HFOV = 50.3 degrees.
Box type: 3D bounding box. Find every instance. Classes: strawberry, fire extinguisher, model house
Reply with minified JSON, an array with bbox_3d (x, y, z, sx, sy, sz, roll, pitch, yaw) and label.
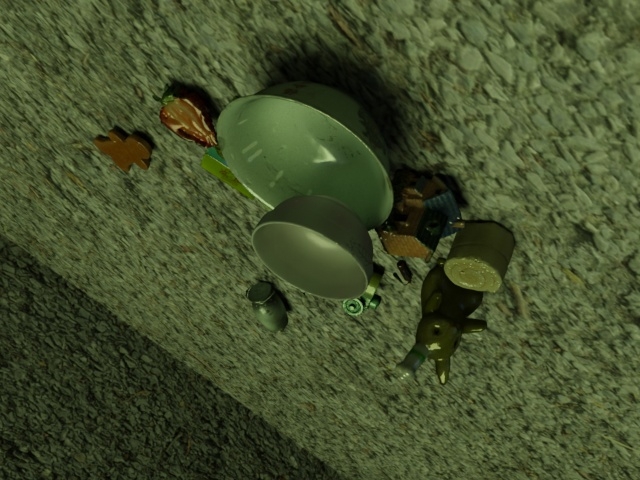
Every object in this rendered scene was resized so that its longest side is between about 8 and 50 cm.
[{"bbox_3d":[-0.342,-0.334,1.787,0.192,0.085,0.140,19,130,12],"label":"strawberry"},{"bbox_3d":[0.243,0.106,2.009,0.032,0.046,0.100,18,149,43],"label":"fire extinguisher"},{"bbox_3d":[0.249,-0.053,1.626,0.172,0.183,0.166,11,147,32],"label":"model house"}]

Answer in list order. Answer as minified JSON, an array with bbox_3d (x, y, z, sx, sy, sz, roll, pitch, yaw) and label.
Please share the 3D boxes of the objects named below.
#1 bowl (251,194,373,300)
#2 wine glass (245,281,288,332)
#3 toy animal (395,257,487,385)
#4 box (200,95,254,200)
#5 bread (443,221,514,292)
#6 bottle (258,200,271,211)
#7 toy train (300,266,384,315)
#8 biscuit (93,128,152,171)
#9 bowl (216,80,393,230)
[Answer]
[{"bbox_3d":[0.000,0.000,1.564,0.286,0.144,0.287,21,149,13],"label":"bowl"},{"bbox_3d":[-0.191,0.250,2.523,0.111,0.111,0.204,8,140,32],"label":"wine glass"},{"bbox_3d":[0.335,0.229,1.839,0.181,0.363,0.180,31,136,-11],"label":"toy animal"},{"bbox_3d":[-0.208,-0.241,1.859,0.187,0.047,0.335,32,151,-7],"label":"box"},{"bbox_3d":[0.394,0.036,1.687,0.148,0.141,0.134,12,143,23],"label":"bread"},{"bbox_3d":[-0.095,-0.075,1.990,0.072,0.072,0.201,-9,133,47],"label":"bottle"},{"bbox_3d":[0.058,0.103,2.119,0.307,0.126,0.190,25,118,7],"label":"toy train"},{"bbox_3d":[-0.600,-0.285,2.127,0.250,0.036,0.165,-5,137,49],"label":"biscuit"},{"bbox_3d":[-0.003,-0.226,1.561,0.434,0.196,0.435,20,149,13],"label":"bowl"}]
